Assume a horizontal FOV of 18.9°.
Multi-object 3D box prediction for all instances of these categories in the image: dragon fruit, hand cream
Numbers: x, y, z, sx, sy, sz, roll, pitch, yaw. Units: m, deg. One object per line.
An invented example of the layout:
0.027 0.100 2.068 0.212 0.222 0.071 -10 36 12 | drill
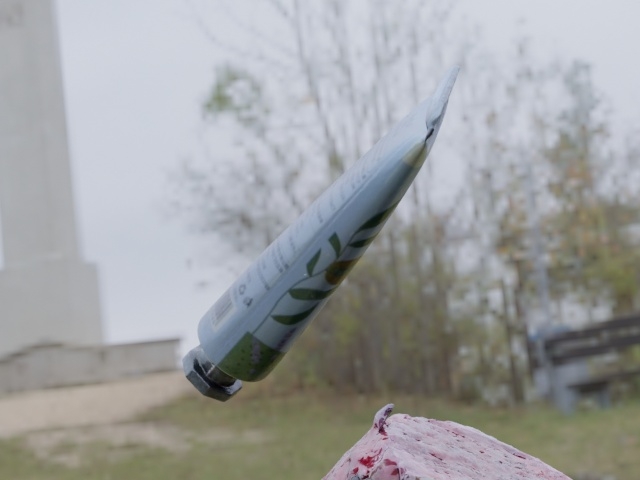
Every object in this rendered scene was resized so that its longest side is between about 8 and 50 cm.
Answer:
0.095 0.191 1.172 0.211 0.147 0.282 35 7 2 | dragon fruit
0.000 0.000 1.140 0.256 0.055 0.088 -51 2 28 | hand cream
